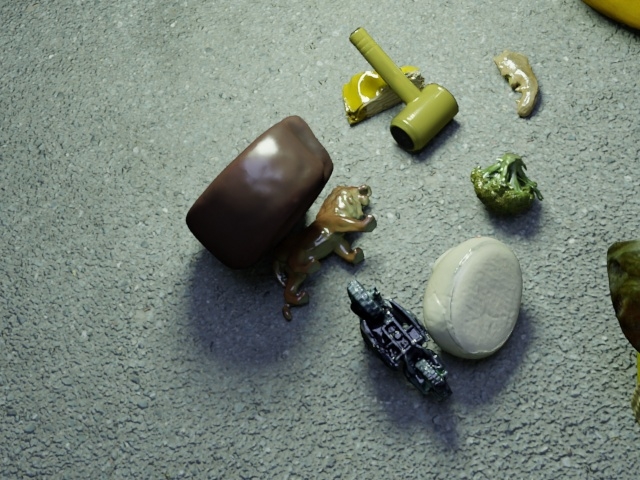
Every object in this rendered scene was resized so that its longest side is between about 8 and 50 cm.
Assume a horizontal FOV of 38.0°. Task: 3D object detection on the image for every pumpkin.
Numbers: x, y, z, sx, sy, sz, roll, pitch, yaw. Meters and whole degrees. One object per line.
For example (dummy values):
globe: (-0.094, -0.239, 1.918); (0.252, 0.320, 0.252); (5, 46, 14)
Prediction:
pumpkin: (0.573, 0.107, 1.408); (0.312, 0.169, 0.148); (17, 63, 21)

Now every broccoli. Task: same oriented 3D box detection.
broccoli: (0.365, -0.112, 1.839); (0.130, 0.120, 0.131); (5, 21, -16)

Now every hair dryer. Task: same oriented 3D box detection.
hair dryer: (0.154, -0.329, 1.962); (0.135, 0.090, 0.278); (-44, 97, -16)

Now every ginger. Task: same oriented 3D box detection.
ginger: (0.432, -0.348, 2.013); (0.069, 0.051, 0.173); (-18, 55, 3)

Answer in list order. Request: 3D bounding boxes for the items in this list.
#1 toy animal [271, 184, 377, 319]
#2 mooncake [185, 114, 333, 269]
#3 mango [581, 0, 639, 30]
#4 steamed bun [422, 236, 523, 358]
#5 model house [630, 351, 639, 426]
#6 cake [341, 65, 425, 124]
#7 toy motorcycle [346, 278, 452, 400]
toy animal: (0.000, 0.000, 1.860); (0.312, 0.097, 0.157); (-39, 48, -11)
mooncake: (-0.110, -0.085, 1.801); (0.174, 0.326, 0.334); (44, 34, -1)
mango: (0.714, -0.593, 2.014); (0.300, 0.232, 0.445); (-35, 65, -17)
steamed bun: (0.272, 0.103, 1.703); (0.131, 0.177, 0.228); (-4, 60, 61)
model house: (0.593, 0.245, 1.537); (0.175, 0.193, 0.234); (13, 64, 17)
cake: (0.134, -0.319, 2.032); (0.185, 0.079, 0.116); (4, 57, 7)
toy motorcycle: (0.143, 0.184, 1.694); (0.106, 0.159, 0.270); (-40, 76, -3)
